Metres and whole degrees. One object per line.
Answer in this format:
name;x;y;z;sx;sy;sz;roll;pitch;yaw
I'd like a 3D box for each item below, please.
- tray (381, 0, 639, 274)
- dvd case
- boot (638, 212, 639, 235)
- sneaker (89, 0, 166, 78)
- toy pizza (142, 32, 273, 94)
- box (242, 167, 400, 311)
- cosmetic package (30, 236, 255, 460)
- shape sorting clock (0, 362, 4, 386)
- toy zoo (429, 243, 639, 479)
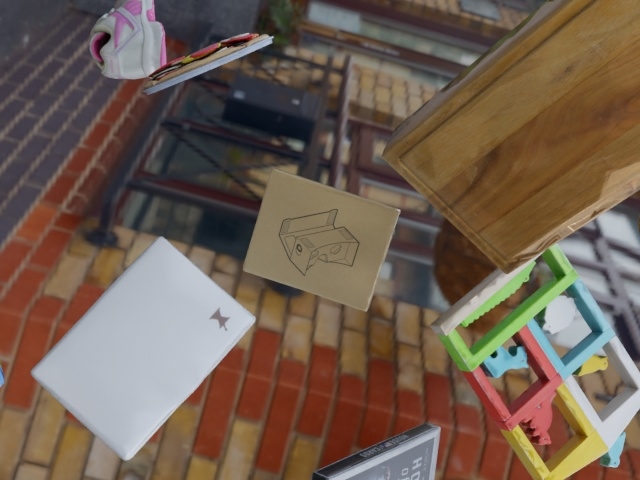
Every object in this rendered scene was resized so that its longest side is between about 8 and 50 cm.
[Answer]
tray;0.273;-0.142;1.041;0.411;0.203;0.076;-38;-165;40
dvd case;0.061;0.325;1.204;0.239;0.030;0.179;-8;108;-52
boot;0.493;0.026;1.392;0.104;0.295;0.211;-47;-162;6
sneaker;-0.315;-0.330;1.639;0.252;0.111;0.102;-120;-153;-57
toy pizza;-0.162;-0.257;1.454;0.201;0.201;0.032;-93;161;-78
box;0.000;0.000;1.532;0.021;0.201;0.164;-43;151;-76
cosmetic package;-0.251;0.164;1.412;0.230;0.161;0.453;-48;-178;-17
shape sorting clock;-0.231;0.001;0.608;0.206;0.040;0.206;166;-90;-76
toy zoo;0.286;0.163;1.259;0.192;0.293;0.030;-37;-170;-18
